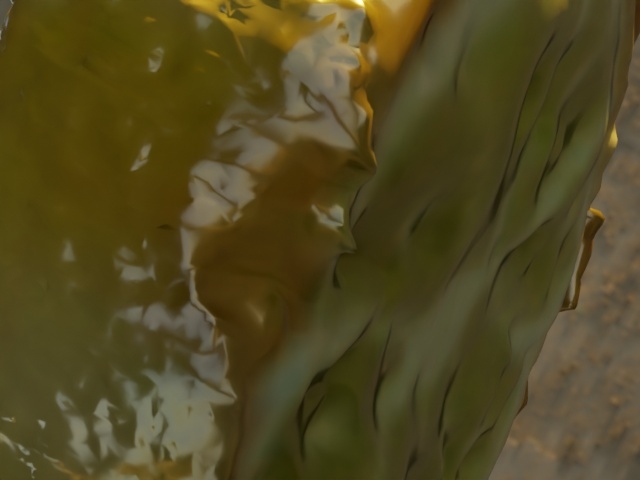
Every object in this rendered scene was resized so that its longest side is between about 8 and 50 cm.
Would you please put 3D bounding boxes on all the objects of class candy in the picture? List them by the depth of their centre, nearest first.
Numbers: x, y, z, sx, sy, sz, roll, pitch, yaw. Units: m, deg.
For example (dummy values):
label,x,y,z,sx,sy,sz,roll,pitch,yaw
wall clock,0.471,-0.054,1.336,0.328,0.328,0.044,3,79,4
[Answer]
label,x,y,z,sx,sy,sz,roll,pitch,yaw
candy,0.000,0.000,0.454,0.260,0.118,0.260,-58,-18,-33
